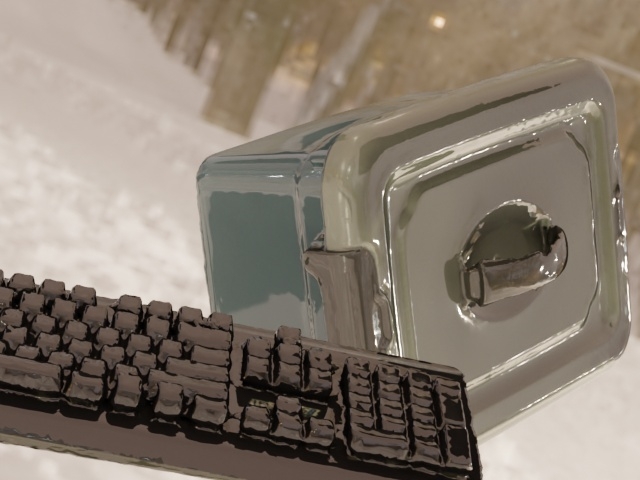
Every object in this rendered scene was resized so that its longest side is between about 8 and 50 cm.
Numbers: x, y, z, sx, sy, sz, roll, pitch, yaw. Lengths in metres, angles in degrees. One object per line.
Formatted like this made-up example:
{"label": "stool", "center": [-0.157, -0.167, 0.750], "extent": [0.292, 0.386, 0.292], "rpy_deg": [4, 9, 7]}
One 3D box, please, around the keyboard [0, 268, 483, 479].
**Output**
{"label": "keyboard", "center": [-0.063, 0.038, 0.558], "extent": [0.230, 0.025, 0.094], "rpy_deg": [11, 23, -7]}

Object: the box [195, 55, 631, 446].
{"label": "box", "center": [0.052, 0.007, 0.867], "extent": [0.130, 0.162, 0.227], "rpy_deg": [4, 17, 40]}
